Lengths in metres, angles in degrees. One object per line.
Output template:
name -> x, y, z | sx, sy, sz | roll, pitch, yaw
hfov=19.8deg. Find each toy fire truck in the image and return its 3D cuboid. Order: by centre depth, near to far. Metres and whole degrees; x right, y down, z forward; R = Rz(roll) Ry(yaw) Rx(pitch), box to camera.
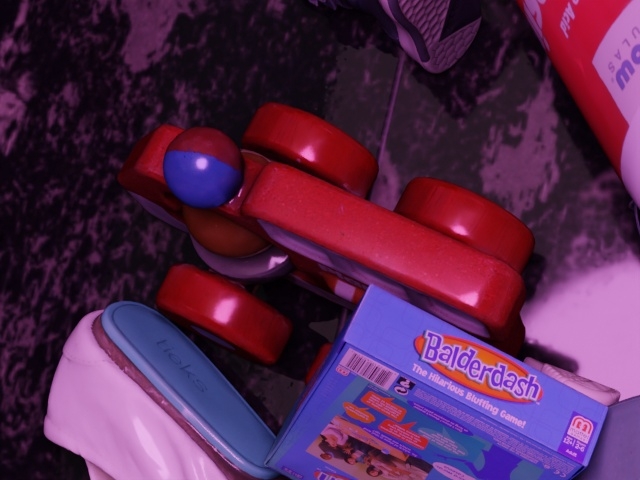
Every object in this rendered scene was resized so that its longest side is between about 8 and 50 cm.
toy fire truck -> 0.000, 0.000, 1.206 | 0.302, 0.254, 0.169 | 26, 80, 15

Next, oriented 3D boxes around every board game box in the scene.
board game box -> 0.065, 0.123, 1.142 | 0.160, 0.210, 0.047 | 28, 59, -1

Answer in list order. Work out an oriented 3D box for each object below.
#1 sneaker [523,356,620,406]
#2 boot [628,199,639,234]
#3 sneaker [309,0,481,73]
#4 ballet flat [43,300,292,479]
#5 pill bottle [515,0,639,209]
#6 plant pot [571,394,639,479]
sneaker -> 0.151, 0.127, 1.215 | 0.058, 0.152, 0.084 | 21, 88, -7
boot -> 0.248, -0.036, 1.242 | 0.082, 0.106, 0.219 | -15, 77, 9
sneaker -> 0.025, -0.216, 1.266 | 0.163, 0.226, 0.086 | 41, 79, 19
ballet flat -> -0.044, 0.209, 1.265 | 0.400, 0.139, 0.139 | 42, 91, 20
pill bottle -> 0.257, -0.145, 1.143 | 0.229, 0.229, 0.408 | -29, 57, 6
plant pot -> 0.285, 0.268, 1.084 | 0.341, 0.341, 0.334 | -5, 70, 12
